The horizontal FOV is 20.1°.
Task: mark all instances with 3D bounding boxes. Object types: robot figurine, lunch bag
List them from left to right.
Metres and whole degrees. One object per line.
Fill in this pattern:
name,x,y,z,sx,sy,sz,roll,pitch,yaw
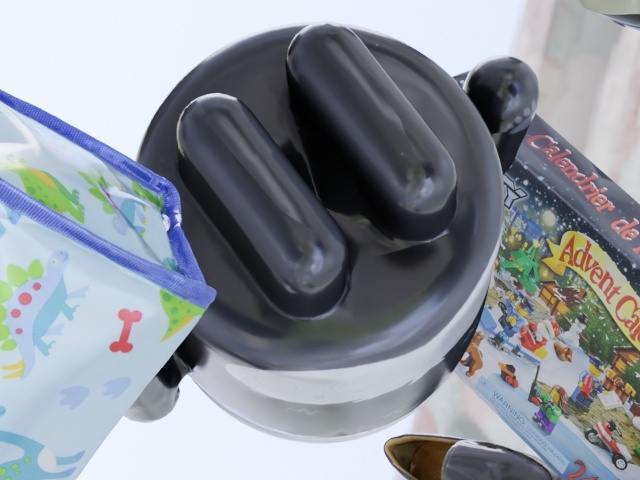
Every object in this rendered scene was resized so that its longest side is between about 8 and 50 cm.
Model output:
lunch bag,-0.128,0.016,0.522,0.129,0.151,0.096,-52,-152,14
robot figurine,-0.003,-0.001,0.871,0.278,0.209,0.174,88,5,-73

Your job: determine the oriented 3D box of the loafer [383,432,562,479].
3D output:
loafer,0.105,0.164,1.227,0.170,0.061,0.062,-3,-118,57

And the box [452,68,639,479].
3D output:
box,0.131,0.033,1.033,0.233,0.044,0.159,44,-43,25

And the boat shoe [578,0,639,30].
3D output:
boat shoe,0.238,-0.160,1.215,0.133,0.042,0.049,19,-82,38
